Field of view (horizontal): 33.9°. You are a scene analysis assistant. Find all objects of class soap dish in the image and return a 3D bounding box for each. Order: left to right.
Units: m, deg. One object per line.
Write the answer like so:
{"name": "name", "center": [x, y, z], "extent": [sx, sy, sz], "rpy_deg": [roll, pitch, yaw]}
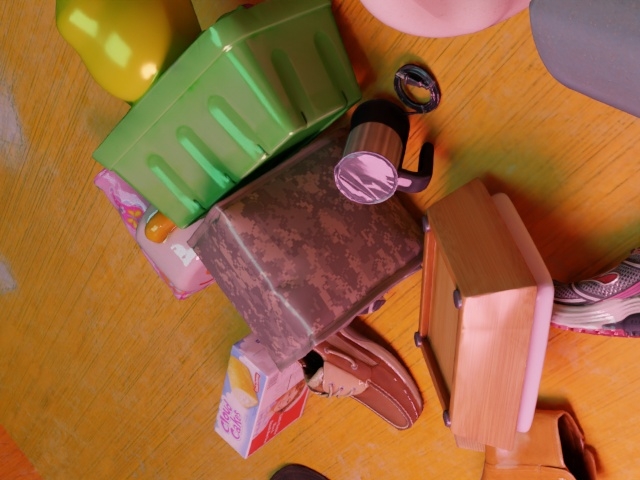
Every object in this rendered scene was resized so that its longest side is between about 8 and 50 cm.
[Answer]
{"name": "soap dish", "center": [0.205, 0.100, 1.376], "extent": [0.229, 0.118, 0.291], "rpy_deg": [-106, 12, -51]}

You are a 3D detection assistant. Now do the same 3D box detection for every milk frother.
{"name": "milk frother", "center": [0.090, -0.143, 1.380], "extent": [0.129, 0.135, 0.143], "rpy_deg": [3, 128, 10]}

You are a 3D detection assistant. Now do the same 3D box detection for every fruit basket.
{"name": "fruit basket", "center": [-0.181, -0.243, 1.441], "extent": [0.392, 0.283, 0.392], "rpy_deg": [18, 122, 31]}

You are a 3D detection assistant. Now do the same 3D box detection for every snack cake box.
{"name": "snack cake box", "center": [-0.091, 0.253, 1.867], "extent": [0.089, 0.152, 0.264], "rpy_deg": [39, 139, 21]}

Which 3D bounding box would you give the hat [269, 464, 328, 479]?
{"name": "hat", "center": [-0.016, 0.619, 2.081], "extent": [0.331, 0.134, 0.331], "rpy_deg": [28, 136, 31]}

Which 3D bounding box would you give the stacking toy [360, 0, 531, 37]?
{"name": "stacking toy", "center": [0.073, -0.474, 1.066], "extent": [0.480, 0.350, 0.351], "rpy_deg": [54, 146, 28]}

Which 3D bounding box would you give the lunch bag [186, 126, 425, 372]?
{"name": "lunch bag", "center": [0.000, 0.000, 1.469], "extent": [0.235, 0.287, 0.169], "rpy_deg": [53, 149, 4]}

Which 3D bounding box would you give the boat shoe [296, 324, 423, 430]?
{"name": "boat shoe", "center": [0.020, 0.201, 1.704], "extent": [0.324, 0.120, 0.122], "rpy_deg": [43, 148, -4]}

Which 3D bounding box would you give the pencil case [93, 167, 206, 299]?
{"name": "pencil case", "center": [-0.287, -0.033, 1.897], "extent": [0.284, 0.124, 0.124], "rpy_deg": [53, 143, 4]}

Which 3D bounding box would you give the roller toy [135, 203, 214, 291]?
{"name": "roller toy", "center": [-0.205, -0.022, 1.742], "extent": [0.146, 0.209, 0.191], "rpy_deg": [47, 148, 12]}

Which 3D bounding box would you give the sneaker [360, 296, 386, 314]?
{"name": "sneaker", "center": [-0.029, 0.053, 1.606], "extent": [0.110, 0.275, 0.107], "rpy_deg": [177, 101, -74]}

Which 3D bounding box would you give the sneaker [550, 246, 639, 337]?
{"name": "sneaker", "center": [0.375, 0.062, 1.265], "extent": [0.299, 0.120, 0.112], "rpy_deg": [-5, 78, 59]}

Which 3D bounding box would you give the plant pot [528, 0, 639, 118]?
{"name": "plant pot", "center": [0.382, -0.210, 0.882], "extent": [0.334, 0.341, 0.341], "rpy_deg": [29, 136, 42]}

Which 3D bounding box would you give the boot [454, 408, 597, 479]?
{"name": "boot", "center": [0.320, 0.380, 1.556], "extent": [0.211, 0.104, 0.295], "rpy_deg": [-3, 111, 49]}
